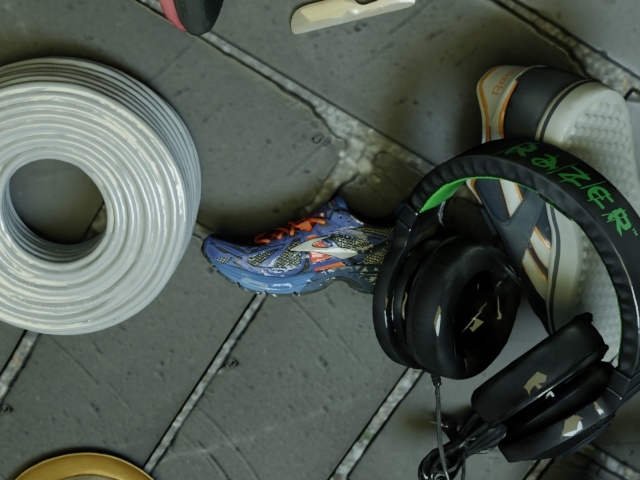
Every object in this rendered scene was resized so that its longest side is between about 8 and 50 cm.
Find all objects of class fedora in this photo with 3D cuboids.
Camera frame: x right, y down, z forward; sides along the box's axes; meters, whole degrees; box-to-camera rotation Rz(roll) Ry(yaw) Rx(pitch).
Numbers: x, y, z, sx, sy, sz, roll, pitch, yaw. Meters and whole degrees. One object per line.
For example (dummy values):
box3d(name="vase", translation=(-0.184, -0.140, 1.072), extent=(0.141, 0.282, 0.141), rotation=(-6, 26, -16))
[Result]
box3d(name="fedora", translation=(-0.242, 0.308, 1.454), extent=(0.194, 0.079, 0.194), rotation=(1, 112, 2))

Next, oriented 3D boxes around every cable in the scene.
box3d(name="cable", translation=(-0.239, -0.040, 1.309), extent=(0.257, 0.089, 0.257), rotation=(35, 109, -11))

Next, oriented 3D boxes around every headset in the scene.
box3d(name="headset", translation=(0.168, 0.083, 1.252), extent=(0.243, 0.185, 0.394), rotation=(40, 134, 23))

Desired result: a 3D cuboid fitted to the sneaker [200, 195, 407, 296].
box3d(name="sneaker", translation=(0.000, 0.000, 1.330), extent=(0.221, 0.083, 0.087), rotation=(-1, 105, -7))

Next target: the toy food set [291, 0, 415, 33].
box3d(name="toy food set", translation=(0.019, -0.279, 1.213), extent=(0.128, 0.071, 0.218), rotation=(-6, 112, 4))

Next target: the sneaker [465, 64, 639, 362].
box3d(name="sneaker", translation=(0.215, -0.026, 1.288), extent=(0.126, 0.127, 0.321), rotation=(-35, 134, -23))

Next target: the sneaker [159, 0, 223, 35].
box3d(name="sneaker", translation=(-0.179, -0.312, 1.202), extent=(0.136, 0.116, 0.314), rotation=(-18, 104, 20))
